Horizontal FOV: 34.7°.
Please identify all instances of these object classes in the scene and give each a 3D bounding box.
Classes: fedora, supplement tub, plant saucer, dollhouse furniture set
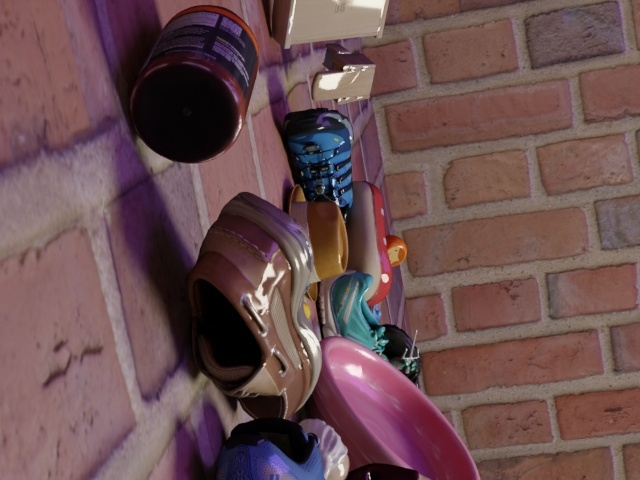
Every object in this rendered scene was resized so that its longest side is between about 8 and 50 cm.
[{"bbox_3d":[0.000,0.000,1.646,0.194,0.079,0.194,-9,90,-82],"label":"fedora"},{"bbox_3d":[-0.114,-0.160,0.981,0.198,0.106,0.106,-84,163,-59],"label":"supplement tub"},{"bbox_3d":[0.098,0.289,1.550,0.332,0.084,0.332,39,14,-12],"label":"plant saucer"},{"bbox_3d":[-0.047,-0.435,1.826,0.303,0.198,0.286,49,-40,42],"label":"dollhouse furniture set"}]

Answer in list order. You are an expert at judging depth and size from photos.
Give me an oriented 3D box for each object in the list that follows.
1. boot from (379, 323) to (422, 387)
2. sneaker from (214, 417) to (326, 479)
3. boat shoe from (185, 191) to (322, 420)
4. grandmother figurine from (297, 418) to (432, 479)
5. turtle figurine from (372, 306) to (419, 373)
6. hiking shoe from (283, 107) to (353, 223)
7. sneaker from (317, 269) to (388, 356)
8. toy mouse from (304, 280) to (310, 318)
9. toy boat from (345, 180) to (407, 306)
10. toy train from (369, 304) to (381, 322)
[{"bbox_3d":[0.147,0.251,2.160,0.260,0.131,0.348,-76,168,-51],"label":"boot"},{"bbox_3d":[-0.026,0.260,1.063,0.330,0.129,0.147,56,29,-70],"label":"sneaker"},{"bbox_3d":[-0.078,0.095,1.014,0.116,0.123,0.324,-50,151,-33],"label":"boat shoe"},{"bbox_3d":[0.065,0.368,1.330,0.342,0.208,0.104,52,-9,-17],"label":"grandmother figurine"},{"bbox_3d":[0.102,0.236,1.933,0.175,0.118,0.234,12,81,-46],"label":"turtle figurine"},{"bbox_3d":[0.012,-0.116,1.723,0.304,0.113,0.132,62,20,-65],"label":"hiking shoe"},{"bbox_3d":[0.065,0.186,1.784,0.107,0.109,0.275,-65,146,-75],"label":"sneaker"},{"bbox_3d":[-0.037,0.051,1.512,0.161,0.031,0.143,68,16,-56],"label":"toy mouse"},{"bbox_3d":[0.094,0.012,1.893,0.151,0.151,0.231,-39,-134,48],"label":"toy boat"},{"bbox_3d":[0.072,0.096,2.043,0.184,0.080,0.105,-87,156,-44],"label":"toy train"}]
